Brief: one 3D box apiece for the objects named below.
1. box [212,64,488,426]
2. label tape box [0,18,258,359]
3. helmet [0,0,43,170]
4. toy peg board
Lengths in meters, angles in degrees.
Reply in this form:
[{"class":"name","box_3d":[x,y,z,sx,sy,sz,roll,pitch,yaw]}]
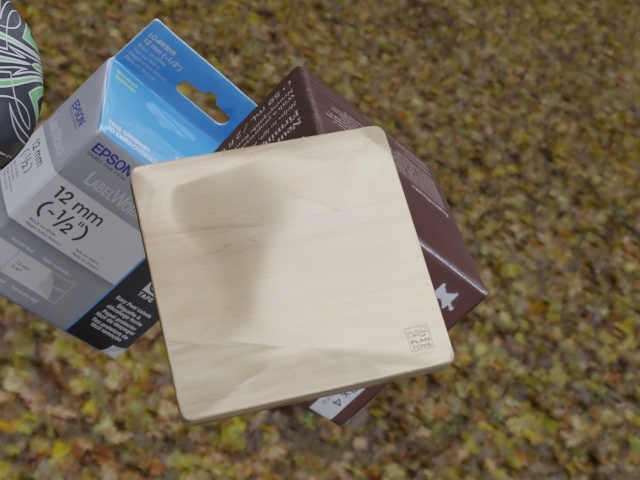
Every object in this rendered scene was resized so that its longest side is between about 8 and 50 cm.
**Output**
[{"class":"box","box_3d":[0.000,0.000,0.900,0.167,0.168,0.203,36,20,-26]},{"class":"label tape box","box_3d":[-0.221,-0.049,1.309,0.249,0.348,0.115,39,17,-39]},{"class":"helmet","box_3d":[-0.263,-0.104,0.721,0.162,0.169,0.169,-7,5,39]},{"class":"toy peg board","box_3d":[-0.023,0.028,0.690,0.161,0.079,0.160,-11,68,-12]}]
